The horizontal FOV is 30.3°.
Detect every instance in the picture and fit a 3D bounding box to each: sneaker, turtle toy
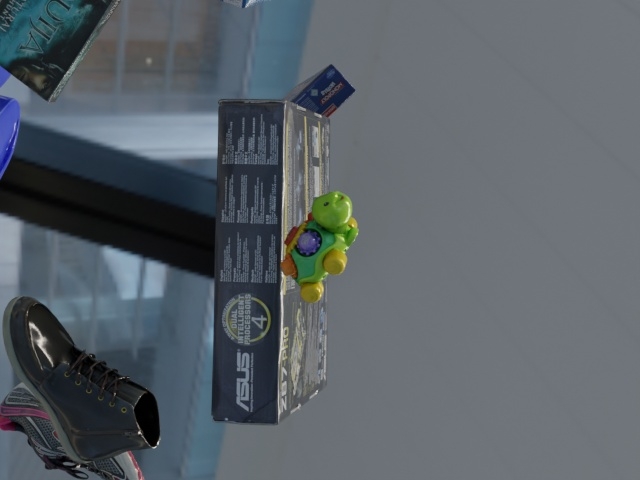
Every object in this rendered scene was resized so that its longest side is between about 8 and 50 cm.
[{"bbox_3d":[-0.415,0.353,2.003,0.299,0.112,0.121,36,-27,15],"label":"sneaker"},{"bbox_3d":[-0.267,0.150,1.354,0.222,0.118,0.083,65,29,-22],"label":"sneaker"},{"bbox_3d":[0.000,0.000,1.311,0.130,0.066,0.095,-52,-169,34],"label":"turtle toy"}]

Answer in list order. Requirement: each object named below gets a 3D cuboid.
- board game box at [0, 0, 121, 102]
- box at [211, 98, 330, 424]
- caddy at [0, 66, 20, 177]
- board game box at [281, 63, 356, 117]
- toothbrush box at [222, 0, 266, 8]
[{"bbox_3d":[-0.337,-0.285,1.491,0.186,0.126,0.026,-54,175,11],"label":"board game box"},{"bbox_3d":[-0.056,0.022,1.557,0.318,0.097,0.395,-16,108,-81],"label":"box"},{"bbox_3d":[-0.585,-0.184,1.798,0.341,0.179,0.241,-81,179,-52],"label":"caddy"},{"bbox_3d":[-0.046,-0.193,1.886,0.060,0.194,0.194,47,-1,-9],"label":"board game box"},{"bbox_3d":[-0.149,-0.529,1.790,0.216,0.126,0.295,25,-59,24],"label":"toothbrush box"}]
